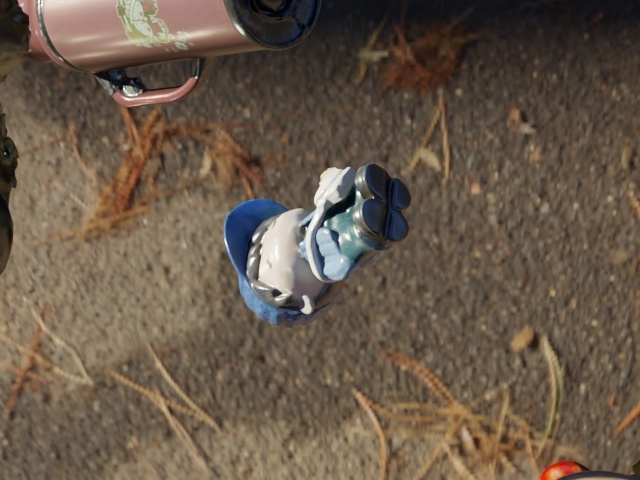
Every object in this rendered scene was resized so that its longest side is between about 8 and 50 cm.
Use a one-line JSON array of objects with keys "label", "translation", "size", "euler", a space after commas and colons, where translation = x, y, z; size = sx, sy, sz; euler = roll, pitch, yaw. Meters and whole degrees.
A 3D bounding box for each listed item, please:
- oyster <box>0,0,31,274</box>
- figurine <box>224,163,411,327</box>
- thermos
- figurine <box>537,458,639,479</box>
[{"label": "oyster", "translation": [-0.188, -0.134, 0.593], "size": [0.096, 0.221, 0.361], "euler": [27, 106, 36]}, {"label": "figurine", "translation": [0.000, 0.000, 0.888], "size": [0.087, 0.149, 0.086], "euler": [21, 57, -33]}, {"label": "thermos", "translation": [-0.150, -0.197, 1.192], "size": [0.330, 0.136, 0.110], "euler": [0, 60, 41]}, {"label": "figurine", "translation": [0.128, 0.192, 0.778], "size": [0.176, 0.287, 0.186], "euler": [24, 95, -11]}]
